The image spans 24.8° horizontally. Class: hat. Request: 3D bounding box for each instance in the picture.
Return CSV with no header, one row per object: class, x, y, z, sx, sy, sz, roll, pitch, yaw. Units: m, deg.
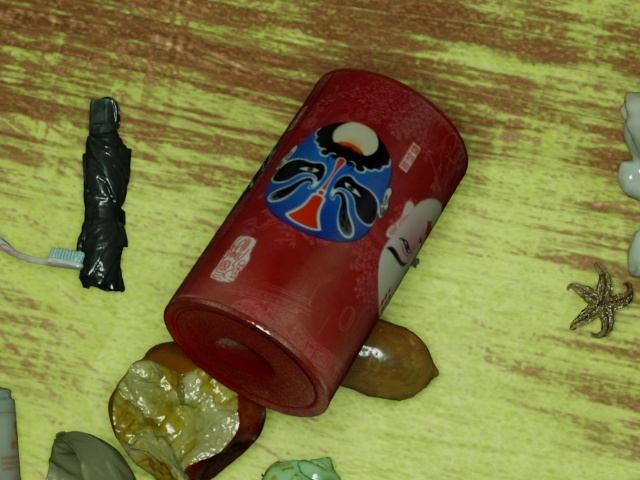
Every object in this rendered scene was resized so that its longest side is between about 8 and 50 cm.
hat,-0.218,0.288,1.665,0.173,0.166,0.144,7,61,-26

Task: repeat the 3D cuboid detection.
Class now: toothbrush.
toothbrush,-0.398,0.000,1.714,0.269,0.021,0.027,12,66,17

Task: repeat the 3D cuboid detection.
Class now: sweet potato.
sweet potato,-0.001,0.105,1.681,0.291,0.097,0.097,27,85,5

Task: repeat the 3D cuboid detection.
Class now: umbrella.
umbrella,-0.256,-0.056,1.722,0.059,0.066,0.236,-1,81,6

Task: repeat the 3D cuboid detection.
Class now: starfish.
starfish,0.328,0.069,1.707,0.078,0.028,0.091,1,78,4

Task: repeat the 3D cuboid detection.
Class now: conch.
conch,-0.039,0.319,1.663,0.105,0.079,0.170,24,79,22

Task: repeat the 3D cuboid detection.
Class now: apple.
apple,-0.153,0.192,1.653,0.158,0.147,0.156,47,118,16

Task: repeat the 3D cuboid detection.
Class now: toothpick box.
toothpick box,0.000,0.000,1.579,0.204,0.204,0.333,29,64,5

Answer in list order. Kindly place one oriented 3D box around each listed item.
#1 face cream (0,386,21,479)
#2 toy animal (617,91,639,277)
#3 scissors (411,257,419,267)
face cream,-0.401,0.210,1.677,0.101,0.101,0.252,-6,82,1
toy animal,0.463,-0.121,1.646,0.241,0.196,0.368,-4,85,-6
scissors,0.029,-0.031,1.731,0.212,0.021,0.110,35,82,6
